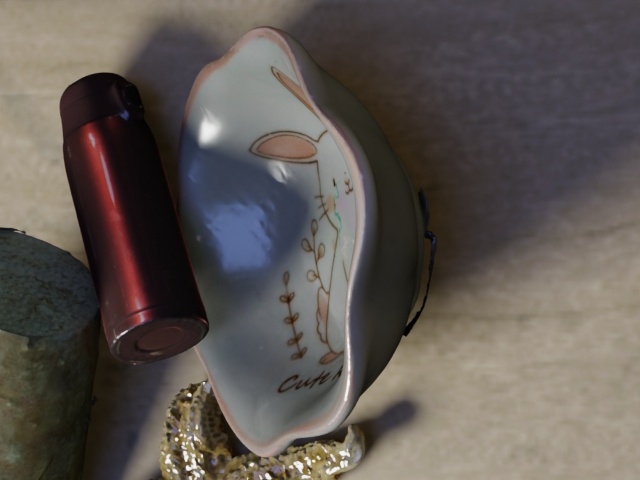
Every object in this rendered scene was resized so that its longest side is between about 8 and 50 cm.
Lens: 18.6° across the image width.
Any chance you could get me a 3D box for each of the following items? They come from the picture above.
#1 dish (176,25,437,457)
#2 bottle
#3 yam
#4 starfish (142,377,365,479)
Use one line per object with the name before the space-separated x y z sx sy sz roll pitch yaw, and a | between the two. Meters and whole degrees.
dish | 0.000 0.000 1.030 0.229 0.081 0.229 19 112 60
bottle | -0.107 -0.017 1.087 0.060 0.060 0.164 -29 62 23
yam | -0.189 0.125 1.129 0.106 0.106 0.259 27 123 20
starfish | -0.061 0.158 1.102 0.210 0.053 0.150 -29 86 21
